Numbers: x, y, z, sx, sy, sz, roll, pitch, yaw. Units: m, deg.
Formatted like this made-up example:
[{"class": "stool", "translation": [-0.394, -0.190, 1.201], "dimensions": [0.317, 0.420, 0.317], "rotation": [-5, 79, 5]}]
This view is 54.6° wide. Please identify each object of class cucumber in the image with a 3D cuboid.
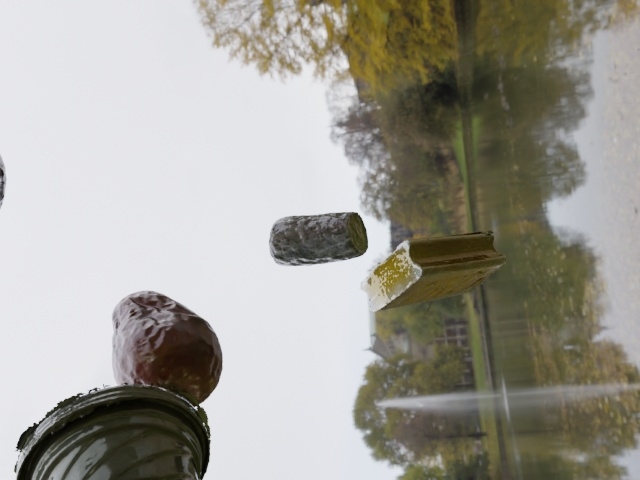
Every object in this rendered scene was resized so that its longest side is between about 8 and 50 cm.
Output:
[{"class": "cucumber", "translation": [-0.002, 0.000, 0.724], "dimensions": [0.064, 0.111, 0.064], "rotation": [-3, -90, -71]}]

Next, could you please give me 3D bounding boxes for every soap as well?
[{"class": "soap", "translation": [0.230, 0.061, 1.257], "dimensions": [0.274, 0.173, 0.089], "rotation": [-5, -118, -40]}]

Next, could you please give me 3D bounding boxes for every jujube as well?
[{"class": "jujube", "translation": [-0.286, 0.191, 1.112], "dimensions": [0.255, 0.190, 0.190], "rotation": [45, 167, 37]}]

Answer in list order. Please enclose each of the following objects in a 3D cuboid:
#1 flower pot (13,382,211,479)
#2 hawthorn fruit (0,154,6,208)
[{"class": "flower pot", "translation": [-0.225, 0.292, 0.712], "dimensions": [0.140, 0.235, 0.236], "rotation": [44, 154, 56]}, {"class": "hawthorn fruit", "translation": [-0.577, -0.077, 0.813], "dimensions": [0.316, 0.315, 0.316], "rotation": [-8, -90, -77]}]
